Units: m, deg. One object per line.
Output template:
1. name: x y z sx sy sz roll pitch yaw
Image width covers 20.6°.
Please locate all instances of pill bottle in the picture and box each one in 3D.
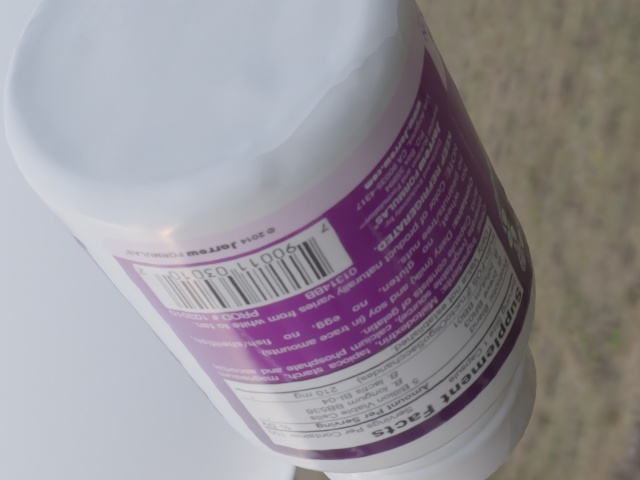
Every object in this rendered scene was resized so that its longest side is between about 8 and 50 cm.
1. pill bottle: 0.000 0.000 0.783 0.301 0.169 0.169 58 -142 -51
